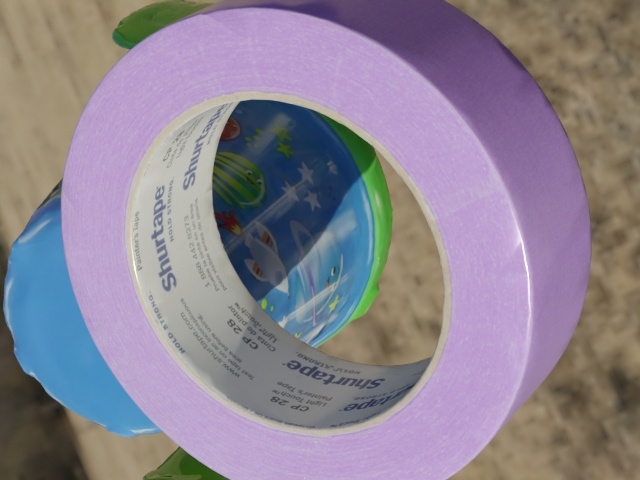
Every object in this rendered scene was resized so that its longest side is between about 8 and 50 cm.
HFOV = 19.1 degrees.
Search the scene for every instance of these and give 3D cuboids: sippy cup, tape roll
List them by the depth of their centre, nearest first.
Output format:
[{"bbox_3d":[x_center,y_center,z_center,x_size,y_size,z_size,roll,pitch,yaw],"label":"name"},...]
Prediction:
[{"bbox_3d":[0.000,0.000,1.008,0.090,0.274,0.275,-38,-69,-55],"label":"tape roll"},{"bbox_3d":[-0.094,0.013,1.280,0.305,0.240,0.224,55,-152,-7],"label":"sippy cup"}]
